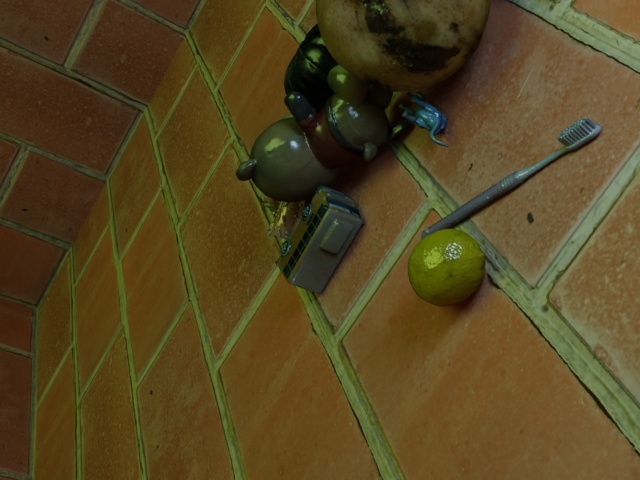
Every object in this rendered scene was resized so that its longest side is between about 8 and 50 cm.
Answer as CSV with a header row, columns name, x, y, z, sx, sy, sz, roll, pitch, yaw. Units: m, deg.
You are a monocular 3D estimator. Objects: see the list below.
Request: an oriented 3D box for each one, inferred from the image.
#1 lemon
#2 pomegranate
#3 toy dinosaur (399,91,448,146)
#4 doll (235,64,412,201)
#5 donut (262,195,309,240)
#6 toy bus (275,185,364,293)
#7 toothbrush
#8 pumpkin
name,x,y,z,sx,sy,sz,roll,pitch,yaw
lemon,0.181,0.041,1.233,0.133,0.109,0.109,-33,42,38
pomegranate,0.134,-0.408,1.422,0.322,0.322,0.322,-40,37,40
toy dinosaur,0.181,-0.216,1.461,0.045,0.080,0.197,-58,24,27
doll,0.006,-0.185,1.621,0.330,0.235,0.174,-32,70,33
donut,-0.073,-0.074,1.818,0.117,0.065,0.166,-58,30,17
toy bus,0.000,0.000,1.603,0.182,0.091,0.103,-60,30,16
toothbrush,0.266,-0.083,1.262,0.354,0.029,0.024,-36,26,45
pumpkin,0.021,-0.350,1.730,0.221,0.161,0.220,-53,3,4
